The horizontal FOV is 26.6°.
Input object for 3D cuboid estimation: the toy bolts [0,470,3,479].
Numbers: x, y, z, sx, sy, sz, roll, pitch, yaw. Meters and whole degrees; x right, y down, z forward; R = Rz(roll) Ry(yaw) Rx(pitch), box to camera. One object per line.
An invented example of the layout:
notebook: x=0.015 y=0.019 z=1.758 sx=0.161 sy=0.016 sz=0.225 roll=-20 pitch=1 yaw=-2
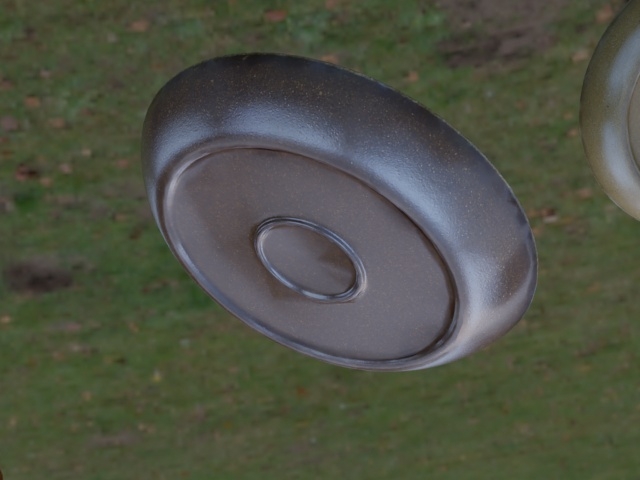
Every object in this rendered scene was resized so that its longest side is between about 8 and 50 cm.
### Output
toy bolts: x=-0.626 y=0.370 z=2.086 sx=0.218 sy=0.228 sz=0.158 roll=-30 pitch=139 yaw=-35

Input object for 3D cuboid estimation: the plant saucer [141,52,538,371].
plant saucer: x=0.000 y=0.000 z=0.971 sx=0.310 sy=0.050 sz=0.311 roll=19 pitch=144 yaw=14

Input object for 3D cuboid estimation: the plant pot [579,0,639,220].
plant pot: x=0.318 y=-0.105 z=1.040 sx=0.236 sy=0.236 sz=0.032 roll=-7 pitch=-155 yaw=-3
